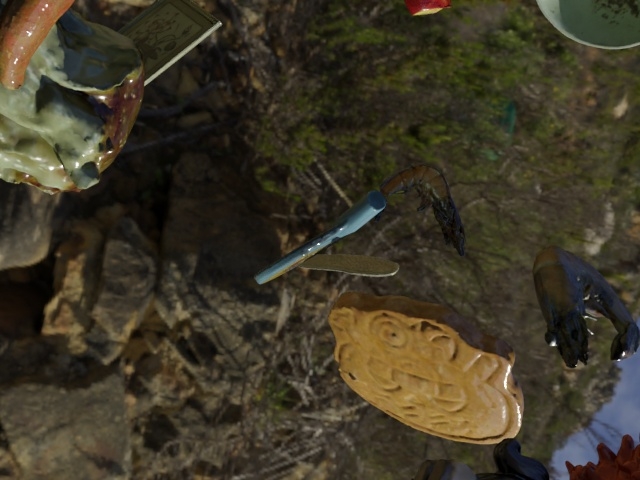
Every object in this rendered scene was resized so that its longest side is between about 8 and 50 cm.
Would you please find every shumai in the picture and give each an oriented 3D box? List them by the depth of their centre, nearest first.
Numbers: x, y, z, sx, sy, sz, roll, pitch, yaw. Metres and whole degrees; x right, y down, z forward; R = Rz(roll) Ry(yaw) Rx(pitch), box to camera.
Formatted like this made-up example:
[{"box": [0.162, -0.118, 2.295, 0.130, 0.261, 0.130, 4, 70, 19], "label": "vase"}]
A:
[{"box": [-0.389, -0.186, 0.938, 0.397, 0.323, 0.324, -54, -162, 9], "label": "shumai"}]

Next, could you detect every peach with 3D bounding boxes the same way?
[{"box": [0.162, -0.359, 1.149, 0.050, 0.083, 0.077, -12, -126, 36], "label": "peach"}]

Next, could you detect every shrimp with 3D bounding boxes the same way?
[{"box": [0.174, -0.042, 1.398, 0.035, 0.148, 0.195, 86, -15, -69], "label": "shrimp"}, {"box": [0.528, 0.152, 1.541, 0.085, 0.272, 0.445, -52, 178, 28], "label": "shrimp"}]

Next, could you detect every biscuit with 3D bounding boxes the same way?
[{"box": [0.195, 0.256, 1.485, 0.062, 0.385, 0.365, -55, 146, -39], "label": "biscuit"}]

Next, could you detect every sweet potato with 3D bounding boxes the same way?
[{"box": [-0.262, -0.261, 0.783, 0.255, 0.078, 0.058, -40, 164, 18], "label": "sweet potato"}]

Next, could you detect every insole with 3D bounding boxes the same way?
[{"box": [0.063, 0.053, 1.809, 0.081, 0.248, 0.011, -56, 144, -53], "label": "insole"}]

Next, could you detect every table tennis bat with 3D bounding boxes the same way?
[{"box": [0.000, 0.000, 1.453, 0.329, 0.044, 0.215, -34, 174, 42], "label": "table tennis bat"}]

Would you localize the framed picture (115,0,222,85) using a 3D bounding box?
[{"box": [-0.271, -0.279, 1.150, 0.173, 0.231, 0.010, 42, -10, 42], "label": "framed picture"}]

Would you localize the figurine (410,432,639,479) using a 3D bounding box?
[{"box": [0.261, 0.352, 0.769, 0.241, 0.412, 0.306, 110, -24, -57], "label": "figurine"}]

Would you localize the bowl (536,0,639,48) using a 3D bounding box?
[{"box": [0.554, -0.519, 1.450, 0.146, 0.289, 0.289, -53, 172, -32], "label": "bowl"}]
